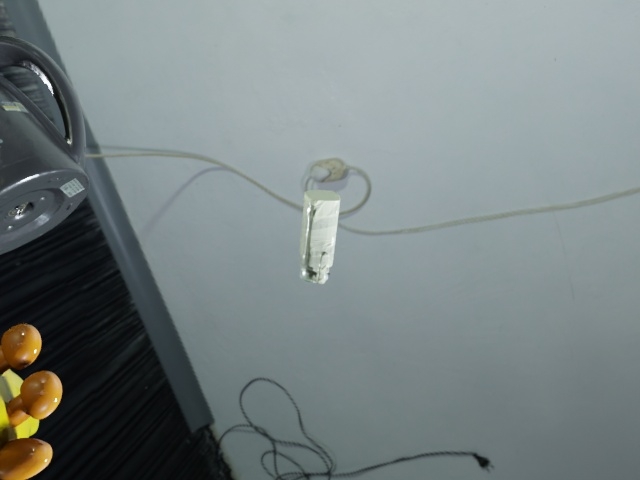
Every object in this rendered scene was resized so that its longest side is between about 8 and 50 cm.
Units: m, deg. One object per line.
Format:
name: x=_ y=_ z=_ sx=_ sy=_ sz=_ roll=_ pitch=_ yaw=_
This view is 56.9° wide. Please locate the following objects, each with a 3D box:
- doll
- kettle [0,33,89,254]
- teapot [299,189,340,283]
doll: x=-0.295 y=0.144 z=0.429 sx=0.220 sy=0.135 sz=0.143 roll=-31 pitch=64 yaw=-5
kettle: x=-0.479 y=-0.160 z=0.854 sx=0.290 sy=0.268 sz=0.207 roll=53 pitch=162 yaw=6
teapot: x=0.000 y=0.000 z=1.286 sx=0.077 sy=0.107 sz=0.201 roll=-2 pitch=115 yaw=-17
